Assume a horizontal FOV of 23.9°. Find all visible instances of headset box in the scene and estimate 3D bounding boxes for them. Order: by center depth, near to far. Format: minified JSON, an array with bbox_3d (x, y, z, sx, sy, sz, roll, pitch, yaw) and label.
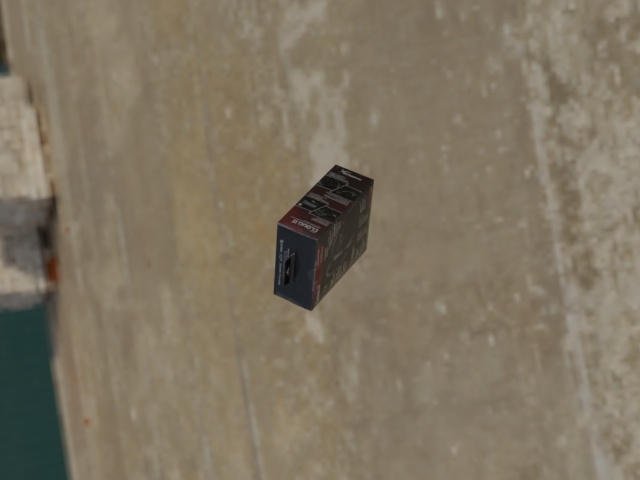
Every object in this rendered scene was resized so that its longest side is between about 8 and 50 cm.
[{"bbox_3d":[0.000,0.000,0.979,0.032,0.083,0.062,23,134,22],"label":"headset box"}]
